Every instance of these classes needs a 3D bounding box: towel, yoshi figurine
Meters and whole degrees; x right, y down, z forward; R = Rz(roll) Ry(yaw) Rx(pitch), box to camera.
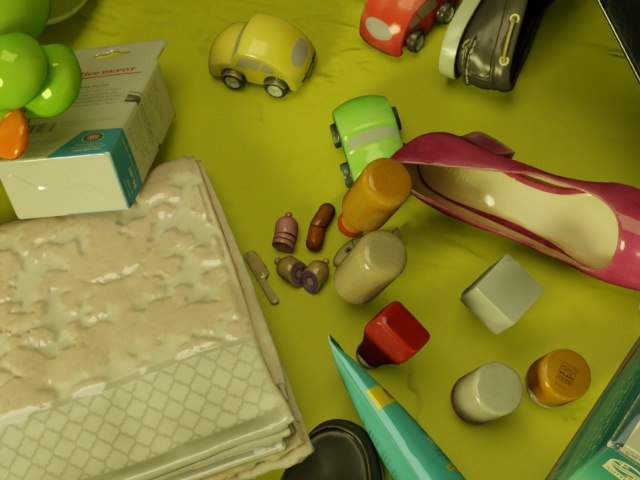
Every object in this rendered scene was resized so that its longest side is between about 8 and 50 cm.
[{"bbox_3d":[-0.206,0.091,0.933,0.332,0.053,0.317,-21,48,-7],"label":"towel"},{"bbox_3d":[-0.336,-0.147,0.983,0.362,0.203,0.203,-8,27,33],"label":"yoshi figurine"}]

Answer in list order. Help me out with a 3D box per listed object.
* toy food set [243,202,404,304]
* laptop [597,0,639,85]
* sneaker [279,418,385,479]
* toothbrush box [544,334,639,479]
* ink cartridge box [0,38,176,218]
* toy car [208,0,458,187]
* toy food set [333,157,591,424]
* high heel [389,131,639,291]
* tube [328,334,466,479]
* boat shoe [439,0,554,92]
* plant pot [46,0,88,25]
[{"bbox_3d":[0.000,0.000,1.004,0.122,0.019,0.078,-28,61,-7],"label":"toy food set"},{"bbox_3d":[0.320,-0.273,1.039,0.382,0.236,0.408,-30,40,-18],"label":"laptop"},{"bbox_3d":[-0.008,0.214,0.832,0.083,0.118,0.222,8,63,13],"label":"sneaker"},{"bbox_3d":[0.246,0.106,0.743,0.126,0.295,0.216,34,72,13],"label":"toothbrush box"},{"bbox_3d":[-0.191,-0.098,1.038,0.104,0.060,0.180,-4,37,16],"label":"ink cartridge box"},{"bbox_3d":[0.028,-0.138,1.051,0.239,0.053,0.225,-17,58,0],"label":"toy car"},{"bbox_3d":[0.088,0.058,0.931,0.232,0.104,0.111,44,68,2],"label":"toy food set"},{"bbox_3d":[0.166,-0.018,0.925,0.244,0.082,0.117,38,35,29],"label":"high heel"},{"bbox_3d":[0.067,0.160,0.880,0.052,0.080,0.207,-33,66,-6],"label":"tube"},{"bbox_3d":[0.184,-0.229,1.069,0.069,0.081,0.227,24,75,20],"label":"boat shoe"},{"bbox_3d":[-0.393,-0.323,1.127,0.294,0.275,0.274,-2,60,26],"label":"plant pot"}]
